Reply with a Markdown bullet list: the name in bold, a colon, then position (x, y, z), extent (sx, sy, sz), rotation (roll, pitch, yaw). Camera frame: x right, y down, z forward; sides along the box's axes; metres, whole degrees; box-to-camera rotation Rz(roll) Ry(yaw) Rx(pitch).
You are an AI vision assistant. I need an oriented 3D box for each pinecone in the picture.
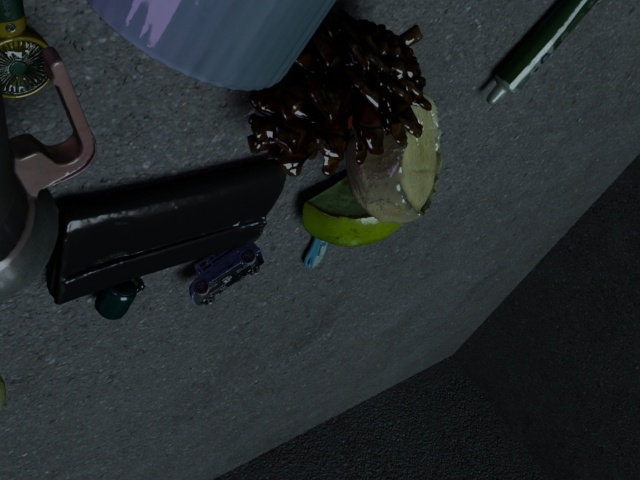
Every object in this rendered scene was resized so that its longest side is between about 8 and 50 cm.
- **pinecone**: position (0.023, -0.209, 1.003), extent (0.309, 0.244, 0.244), rotation (-36, 159, 26)

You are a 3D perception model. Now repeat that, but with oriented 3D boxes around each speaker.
- **speaker**: position (-0.370, 0.096, 1.244), extent (0.075, 0.060, 0.094), rotation (-51, -173, 29)

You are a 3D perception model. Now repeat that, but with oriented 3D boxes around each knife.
- **knife**: position (0.000, 0.000, 1.578), extent (0.064, 0.031, 0.222), rotation (-25, 153, -26)

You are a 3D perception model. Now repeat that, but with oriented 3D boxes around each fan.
- **fan**: position (-0.333, -0.224, 0.718), extent (0.082, 0.039, 0.155), rotation (-22, 151, -29)

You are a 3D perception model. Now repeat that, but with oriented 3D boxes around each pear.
- **pear**: position (0.104, -0.050, 1.485), extent (0.288, 0.139, 0.239), rotation (-34, 161, -22)

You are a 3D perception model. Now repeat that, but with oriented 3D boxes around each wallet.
- **wallet**: position (-0.257, -0.020, 1.159), extent (0.406, 0.062, 0.228), rotation (-18, 150, -36)

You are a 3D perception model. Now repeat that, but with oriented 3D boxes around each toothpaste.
- **toothpaste**: position (0.488, -0.441, 1.409), extent (0.392, 0.061, 0.099), rotation (-50, 153, 20)

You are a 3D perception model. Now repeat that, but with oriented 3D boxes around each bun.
- **bun**: position (0.135, -0.158, 1.290), extent (0.259, 0.152, 0.259), rotation (3, 90, -65)

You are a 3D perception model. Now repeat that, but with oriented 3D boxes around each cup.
- **cup**: position (-0.067, -0.354, 0.651), extent (0.257, 0.331, 0.311), rotation (23, 126, -24)

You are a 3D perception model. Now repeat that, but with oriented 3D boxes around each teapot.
- **teapot**: position (-0.384, -0.090, 0.661), extent (0.300, 0.253, 0.344), rotation (-28, 162, -16)

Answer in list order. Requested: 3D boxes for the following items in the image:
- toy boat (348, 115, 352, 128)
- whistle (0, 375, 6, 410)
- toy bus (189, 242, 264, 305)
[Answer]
- **toy boat**: position (0.054, -0.249, 1.173), extent (0.069, 0.058, 0.173), rotation (-6, 148, -48)
- **whistle**: position (-0.615, 0.268, 1.182), extent (0.123, 0.122, 0.223), rotation (-26, 175, -23)
- **toy bus**: position (-0.199, 0.061, 1.370), extent (0.167, 0.076, 0.073), rotation (-33, 157, -13)
